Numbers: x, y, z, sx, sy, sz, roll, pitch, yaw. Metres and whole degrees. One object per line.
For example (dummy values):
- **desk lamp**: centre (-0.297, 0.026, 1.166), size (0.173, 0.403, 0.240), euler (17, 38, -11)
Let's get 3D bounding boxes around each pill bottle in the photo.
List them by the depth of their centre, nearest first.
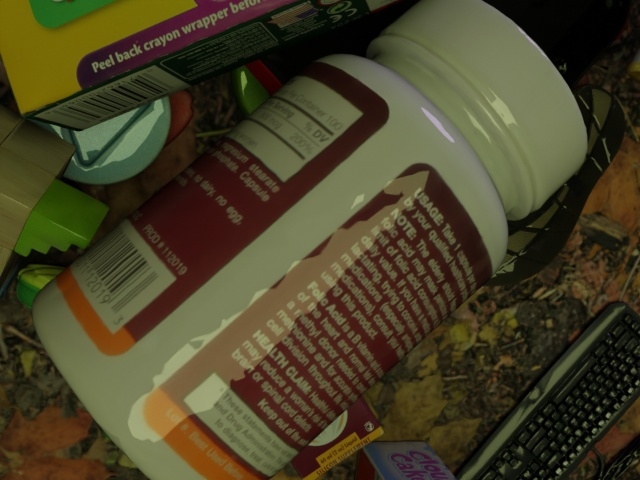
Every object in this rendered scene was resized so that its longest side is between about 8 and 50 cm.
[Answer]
- **pill bottle**: centre (0.000, 0.000, 0.618), size (0.392, 0.224, 0.224), euler (-41, 108, -7)

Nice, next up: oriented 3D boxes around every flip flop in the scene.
- **flip flop**: centre (0.235, -0.061, 0.878), size (0.112, 0.080, 0.277), euler (42, 74, -16)

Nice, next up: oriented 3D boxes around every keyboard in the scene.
- **keyboard**: centre (0.328, 0.248, 0.985), size (0.201, 0.033, 0.317), euler (41, 91, -18)

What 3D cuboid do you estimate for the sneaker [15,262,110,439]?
- **sneaker**: centre (-0.193, 0.136, 0.793), size (0.295, 0.109, 0.123), euler (44, 85, -18)

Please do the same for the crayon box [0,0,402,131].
- **crayon box**: centre (-0.100, -0.298, 0.607), size (0.363, 0.106, 0.313), euler (-19, 87, 10)

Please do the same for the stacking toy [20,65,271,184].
- **stacking toy**: centre (-0.104, -0.128, 0.748), size (0.309, 0.130, 0.279), euler (33, 93, -18)

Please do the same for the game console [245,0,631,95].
- **game console**: centre (0.121, -0.233, 0.777), size (0.386, 0.060, 0.342), euler (-48, 113, -11)

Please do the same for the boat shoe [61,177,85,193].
- **boat shoe**: centre (-0.307, -0.070, 0.748), size (0.072, 0.068, 0.190), euler (-38, 108, 9)

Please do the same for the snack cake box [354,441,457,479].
- **snack cake box**: centre (0.108, 0.337, 0.826), size (0.089, 0.264, 0.152), euler (3, 101, -15)

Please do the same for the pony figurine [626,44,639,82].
- **pony figurine**: centre (0.435, -0.312, 0.792), size (0.351, 0.303, 0.363), euler (18, 92, -48)

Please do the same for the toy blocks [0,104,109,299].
- **toy blocks**: centre (-0.395, -0.033, 0.656), size (0.381, 0.191, 0.261), euler (29, 125, -14)

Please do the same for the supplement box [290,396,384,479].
- **supplement box**: centre (-0.028, 0.150, 0.850), size (0.104, 0.081, 0.188), euler (-33, 107, -5)
